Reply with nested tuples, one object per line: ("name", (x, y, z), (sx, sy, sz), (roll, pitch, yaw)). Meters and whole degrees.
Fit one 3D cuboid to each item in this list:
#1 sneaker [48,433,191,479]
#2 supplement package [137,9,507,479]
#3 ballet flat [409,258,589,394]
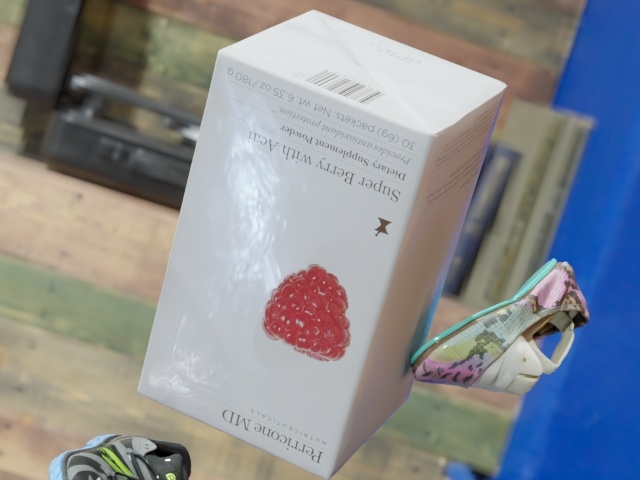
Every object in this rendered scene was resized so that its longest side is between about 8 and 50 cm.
("sneaker", (-0.128, 0.162, 1.152), (0.078, 0.067, 0.188), (-7, 6, 10))
("supplement package", (0.000, 0.000, 1.355), (0.177, 0.293, 0.175), (22, 25, 16))
("ballet flat", (0.162, 0.082, 1.450), (0.079, 0.077, 0.221), (51, 39, 9))
